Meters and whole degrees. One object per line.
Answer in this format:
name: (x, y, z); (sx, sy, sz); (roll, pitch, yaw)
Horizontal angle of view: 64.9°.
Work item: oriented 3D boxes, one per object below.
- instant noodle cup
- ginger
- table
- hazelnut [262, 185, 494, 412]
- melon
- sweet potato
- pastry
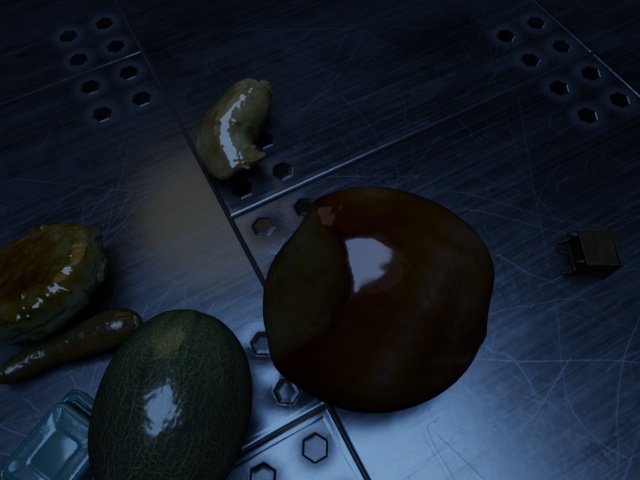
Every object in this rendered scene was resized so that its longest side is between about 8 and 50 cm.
instant noodle cup: (-0.425, 0.354, 0.830); (0.157, 0.070, 0.179); (30, 66, 13)
ginger: (-0.184, -0.247, 1.099); (0.152, 0.138, 0.267); (14, 76, -7)
table: (0.519, 0.024, 0.977); (0.082, 0.070, 0.083); (1, 64, 1)
hazelnut: (0.087, 0.090, 0.815); (0.366, 0.365, 0.365); (0, 63, 1)
melon: (-0.226, 0.253, 0.782); (0.238, 0.237, 0.301); (5, 61, 4)
sweet potato: (-0.455, 0.190, 0.914); (0.274, 0.075, 0.075); (-20, 64, -6)
pastry: (-0.513, 0.080, 0.927); (0.257, 0.120, 0.235); (-11, 47, 11)
